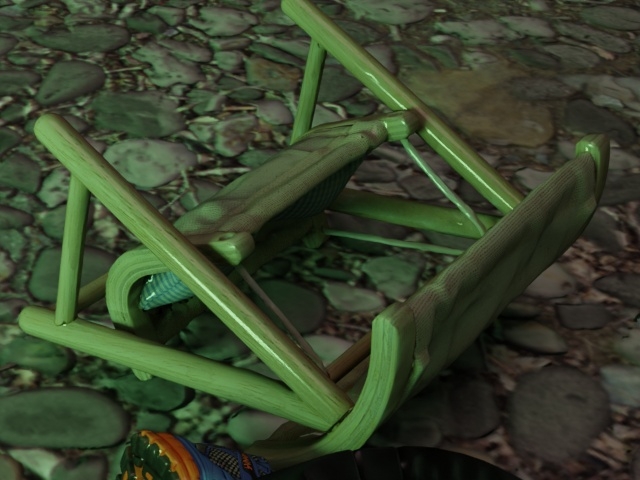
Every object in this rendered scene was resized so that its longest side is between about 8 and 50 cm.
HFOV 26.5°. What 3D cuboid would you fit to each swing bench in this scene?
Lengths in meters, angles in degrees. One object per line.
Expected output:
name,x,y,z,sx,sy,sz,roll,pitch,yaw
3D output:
swing bench,0.000,0.000,0.823,0.255,0.165,0.253,30,39,22

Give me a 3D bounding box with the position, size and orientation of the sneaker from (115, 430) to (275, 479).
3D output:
sneaker,-0.017,0.153,0.644,0.087,0.083,0.221,1,24,-35

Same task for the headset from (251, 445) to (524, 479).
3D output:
headset,-0.045,0.209,0.469,0.394,0.185,0.243,-2,73,-35
